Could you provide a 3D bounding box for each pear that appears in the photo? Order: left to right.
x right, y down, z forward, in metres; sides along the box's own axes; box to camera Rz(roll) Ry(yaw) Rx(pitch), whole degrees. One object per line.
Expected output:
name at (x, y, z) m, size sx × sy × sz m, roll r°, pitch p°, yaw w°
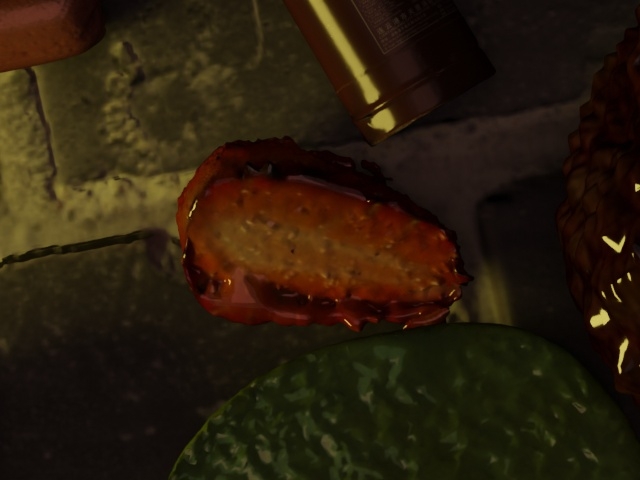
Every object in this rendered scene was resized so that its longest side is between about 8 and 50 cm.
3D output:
pear at (0.079, 0.167, 1.200) m, size 0.288 × 0.139 × 0.239 m, roll 42°, pitch 81°, yaw 5°

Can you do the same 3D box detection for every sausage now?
sausage at (-0.213, -0.136, 1.231) m, size 0.154 × 0.062 × 0.062 m, roll -11°, pitch 93°, yaw 5°

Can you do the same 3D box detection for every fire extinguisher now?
fire extinguisher at (0.004, -0.196, 1.198) m, size 0.105 × 0.105 × 0.269 m, roll -31°, pitch 91°, yaw 6°

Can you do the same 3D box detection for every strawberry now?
strawberry at (0.000, 0.000, 1.223) m, size 0.188 × 0.082 × 0.121 m, roll 16°, pitch 115°, yaw -6°

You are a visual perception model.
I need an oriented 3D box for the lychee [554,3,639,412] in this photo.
lychee at (0.280, -0.014, 1.088) m, size 0.330 × 0.306 × 0.306 m, roll 41°, pitch 96°, yaw -22°
